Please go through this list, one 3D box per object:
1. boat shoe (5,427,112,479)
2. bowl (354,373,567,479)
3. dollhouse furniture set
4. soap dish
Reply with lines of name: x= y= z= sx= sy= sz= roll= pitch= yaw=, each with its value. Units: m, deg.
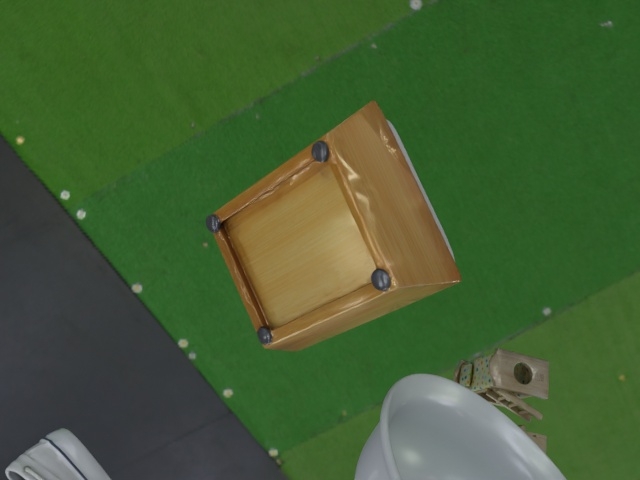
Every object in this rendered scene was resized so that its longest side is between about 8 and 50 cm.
boat shoe: x=-0.242 y=0.322 z=0.805 sx=0.084 sy=0.258 sz=0.095 roll=-31 pitch=151 yaw=-40
bowl: x=0.132 y=0.281 z=0.692 sx=0.297 sy=0.298 sz=0.134 roll=31 pitch=114 yaw=-23
dollhouse furniture set: x=0.252 y=0.268 z=1.149 sx=0.101 sy=0.161 sz=0.182 roll=16 pitch=156 yaw=-16
soap dish: x=0.000 y=0.000 z=0.910 sx=0.290 sy=0.118 sz=0.229 roll=-29 pitch=82 yaw=42
